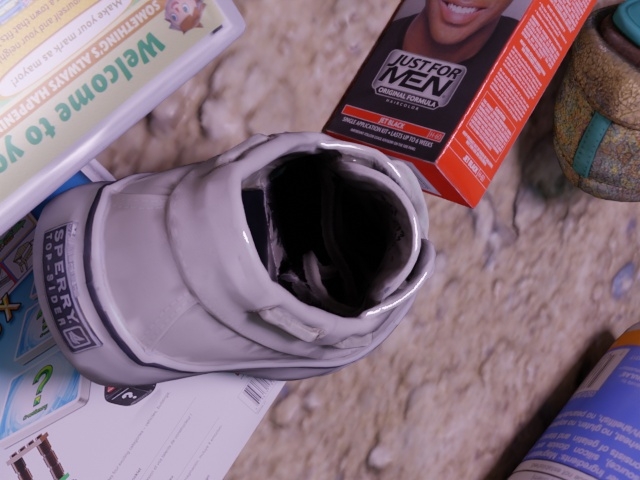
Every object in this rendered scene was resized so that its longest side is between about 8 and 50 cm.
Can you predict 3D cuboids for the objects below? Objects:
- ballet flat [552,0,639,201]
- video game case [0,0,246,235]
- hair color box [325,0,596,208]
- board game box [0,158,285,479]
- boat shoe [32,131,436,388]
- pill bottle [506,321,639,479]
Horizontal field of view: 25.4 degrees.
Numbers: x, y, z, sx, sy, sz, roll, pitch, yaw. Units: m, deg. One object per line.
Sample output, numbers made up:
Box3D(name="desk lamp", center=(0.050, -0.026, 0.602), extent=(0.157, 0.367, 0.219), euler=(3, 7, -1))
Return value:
Box3D(name="ballet flat", center=(0.254, -0.101, 0.820), extent=(0.349, 0.123, 0.123), euler=(-21, 120, -40))
Box3D(name="video game case", center=(-0.146, -0.084, 0.426), extent=(0.212, 0.023, 0.193), euler=(-44, 115, -25))
Box3D(name="hair color box", center=(0.071, -0.091, 0.652), extent=(0.141, 0.072, 0.043), euler=(-59, 137, -12))
Box3D(name="board game box", center=(-0.150, 0.117, 0.522), extent=(0.305, 0.053, 0.193), euler=(-56, 136, -14))
Box3D(name="boat shoe", center=(0.000, 0.000, 0.548), extent=(0.267, 0.088, 0.096), euler=(5, 70, -64))
Box3D(name="pill bottle", center=(0.162, 0.187, 0.801), extent=(0.272, 0.152, 0.152), euler=(-48, 134, -22))
